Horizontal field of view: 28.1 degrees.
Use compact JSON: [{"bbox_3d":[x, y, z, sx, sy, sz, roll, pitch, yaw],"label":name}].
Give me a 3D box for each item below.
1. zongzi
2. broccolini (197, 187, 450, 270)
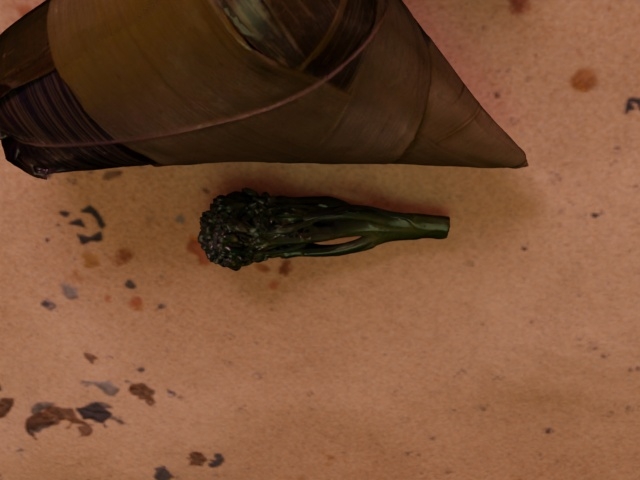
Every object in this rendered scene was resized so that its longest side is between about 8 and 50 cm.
[{"bbox_3d":[-0.049,-0.086,0.917,0.289,0.154,0.317,-24,129,32],"label":"zongzi"},{"bbox_3d":[0.001,-0.016,1.035,0.203,0.068,0.091,-5,143,-11],"label":"broccolini"}]
